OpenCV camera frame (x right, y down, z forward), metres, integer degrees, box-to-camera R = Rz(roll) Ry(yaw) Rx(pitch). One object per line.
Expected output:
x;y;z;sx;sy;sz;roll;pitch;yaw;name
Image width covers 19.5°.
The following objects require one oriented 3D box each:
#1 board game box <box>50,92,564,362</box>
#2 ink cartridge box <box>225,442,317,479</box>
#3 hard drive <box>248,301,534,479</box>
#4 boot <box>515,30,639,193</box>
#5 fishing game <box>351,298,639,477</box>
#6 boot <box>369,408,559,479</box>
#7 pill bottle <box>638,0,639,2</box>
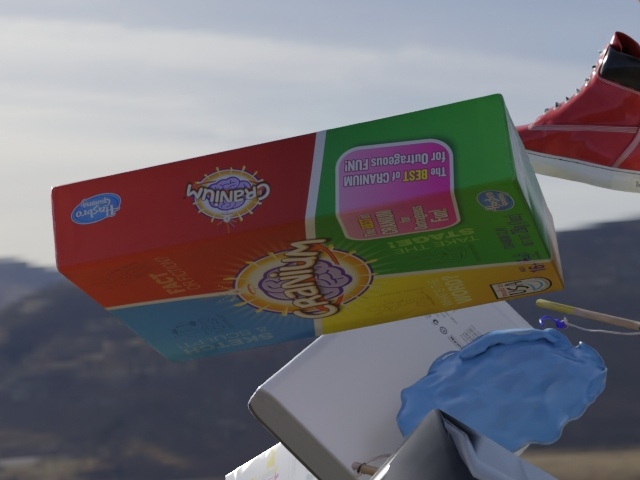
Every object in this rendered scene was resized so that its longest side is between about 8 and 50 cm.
0.000;0.000;1.329;0.316;0.064;0.242;-11;-22;12;board game box
-0.026;0.261;1.811;0.143;0.090;0.092;-35;-54;30;ink cartridge box
0.097;0.141;1.711;0.307;0.203;0.040;-37;-12;-46;hard drive
0.295;-0.157;2.143;0.088;0.176;0.244;3;7;-43;boot
0.153;0.137;1.578;0.189;0.041;0.264;8;38;44;fishing game
0.124;0.333;0.935;0.445;0.367;0.146;31;-1;-32;boot
0.383;-0.309;2.096;0.086;0.086;0.152;-5;-32;37;pill bottle
